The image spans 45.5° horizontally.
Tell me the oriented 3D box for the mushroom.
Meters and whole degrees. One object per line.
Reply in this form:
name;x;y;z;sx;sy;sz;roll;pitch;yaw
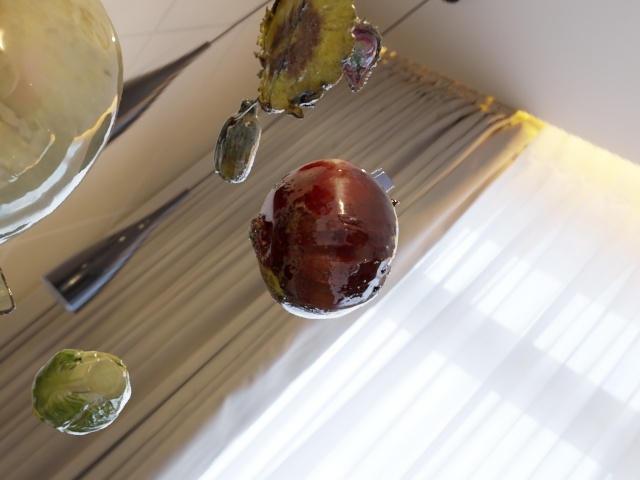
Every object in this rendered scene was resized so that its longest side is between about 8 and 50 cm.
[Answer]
mushroom;-0.373;-0.165;0.769;0.353;0.325;0.353;38;-41;43

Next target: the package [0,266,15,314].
package;-0.546;0.018;1.095;0.239;0.154;0.030;65;-29;20

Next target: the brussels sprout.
brussels sprout;-0.354;0.229;1.144;0.155;0.155;0.117;124;-40;-67

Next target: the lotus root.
lotus root;-0.180;-0.221;1.699;0.088;0.192;0.113;16;4;-25

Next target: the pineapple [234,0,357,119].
pineapple;-0.030;-0.369;1.457;0.161;0.334;0.158;10;6;-39

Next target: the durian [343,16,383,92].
durian;0.075;-0.415;1.607;0.186;0.108;0.119;58;7;-45

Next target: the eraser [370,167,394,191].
eraser;0.154;-0.152;1.992;0.027;0.085;0.063;-40;-92;29

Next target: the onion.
onion;0.000;0.000;1.275;0.276;0.276;0.276;39;-24;21
